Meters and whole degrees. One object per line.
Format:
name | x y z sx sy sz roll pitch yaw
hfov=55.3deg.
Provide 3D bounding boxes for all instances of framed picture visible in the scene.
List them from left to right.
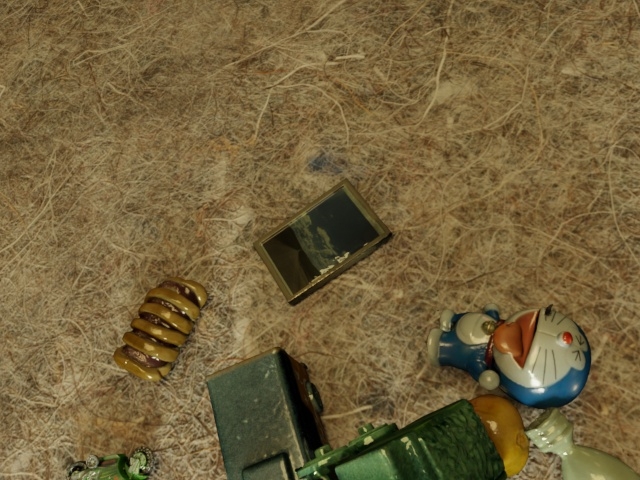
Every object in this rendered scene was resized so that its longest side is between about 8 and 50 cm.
framed picture | 0.000 0.000 1.294 0.260 0.023 0.189 -34 55 0

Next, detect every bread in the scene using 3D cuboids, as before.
bread | -0.339 0.178 1.281 0.134 0.081 0.225 14 69 27

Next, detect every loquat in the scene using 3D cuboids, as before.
loquat | 0.263 0.312 0.974 0.137 0.137 0.113 12 34 25

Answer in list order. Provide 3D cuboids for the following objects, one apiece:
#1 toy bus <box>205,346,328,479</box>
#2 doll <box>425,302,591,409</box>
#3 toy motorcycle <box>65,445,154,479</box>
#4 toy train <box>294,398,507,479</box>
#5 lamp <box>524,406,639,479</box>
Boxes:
toy bus | -0.068 0.358 1.022 0.162 0.194 0.323 -23 58 5
doll | 0.310 0.174 1.012 0.257 0.161 0.215 8 39 26
toy motorcycle | -0.400 0.460 1.165 0.190 0.074 0.106 -16 68 11
toy train | 0.113 0.329 0.856 0.238 0.299 0.166 -36 72 31
lamp | 0.392 0.337 0.903 0.106 0.106 0.193 -39 77 -3
